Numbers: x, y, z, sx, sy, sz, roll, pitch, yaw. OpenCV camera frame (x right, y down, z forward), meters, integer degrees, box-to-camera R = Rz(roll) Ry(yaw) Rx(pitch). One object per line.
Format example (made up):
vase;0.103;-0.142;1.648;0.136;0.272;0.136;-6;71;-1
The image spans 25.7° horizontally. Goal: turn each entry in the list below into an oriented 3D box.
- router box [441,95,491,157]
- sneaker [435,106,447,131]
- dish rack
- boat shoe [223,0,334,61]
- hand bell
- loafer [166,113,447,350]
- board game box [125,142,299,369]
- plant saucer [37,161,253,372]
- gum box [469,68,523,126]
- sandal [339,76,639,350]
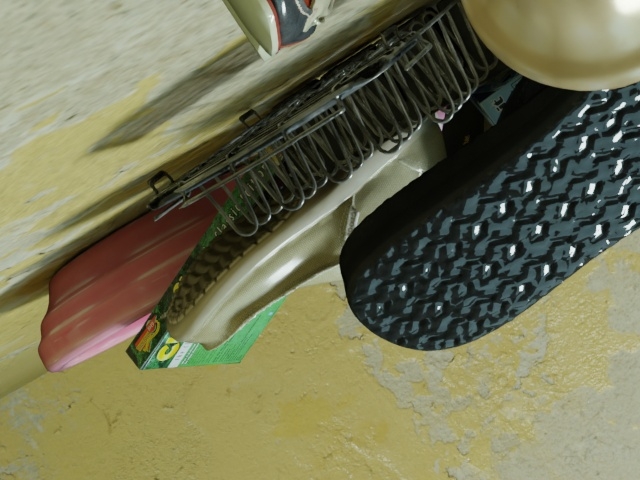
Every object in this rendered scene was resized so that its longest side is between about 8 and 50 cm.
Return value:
router box;0.215;-0.115;1.157;0.243;0.081;0.309;-30;-154;31
sneaker;0.116;-0.122;1.526;0.104;0.095;0.236;-23;174;1
dish rack;0.017;-0.078;0.883;0.208;0.074;0.271;-31;-173;27
boat shoe;-0.016;-0.098;0.538;0.043;0.049;0.137;-32;-179;1
hand bell;0.073;-0.135;0.495;0.126;0.126;0.242;-30;165;18
loafer;0.000;0.000;1.077;0.268;0.092;0.102;-40;-163;-5
board game box;-0.049;0.005;1.184;0.136;0.030;0.260;1;130;-56
plant saucer;-0.133;0.014;1.361;0.332;0.084;0.332;-29;178;-1
gum box;0.184;-0.157;1.020;0.184;0.041;0.157;-36;-161;6
sandal;0.191;-0.088;0.915;0.445;0.167;0.107;-33;-140;22
